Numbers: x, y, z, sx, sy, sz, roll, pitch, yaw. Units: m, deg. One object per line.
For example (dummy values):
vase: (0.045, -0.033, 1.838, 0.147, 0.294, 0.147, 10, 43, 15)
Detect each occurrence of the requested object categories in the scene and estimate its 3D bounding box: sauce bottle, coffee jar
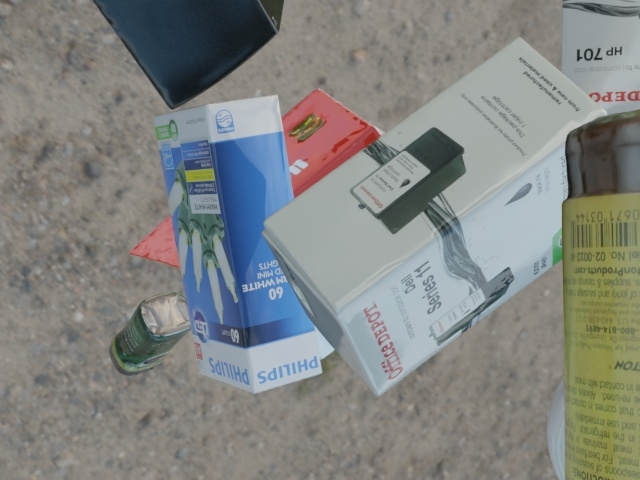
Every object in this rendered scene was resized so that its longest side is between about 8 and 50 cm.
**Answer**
sauce bottle: (0.160, 0.118, 0.438, 0.111, 0.111, 0.344, 2, 90, -44)
coffee jar: (-0.289, 0.161, 1.699, 0.096, 0.079, 0.184, -16, 161, -38)

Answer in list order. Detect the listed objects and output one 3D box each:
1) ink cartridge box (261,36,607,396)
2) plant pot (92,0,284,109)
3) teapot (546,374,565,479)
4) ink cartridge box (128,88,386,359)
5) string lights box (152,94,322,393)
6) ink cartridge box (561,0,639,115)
ink cartridge box: (0.082, -0.009, 0.665, 0.208, 0.087, 0.153, -36, 149, -6)
plant pot: (-0.145, -0.306, 1.228, 0.167, 0.188, 0.187, -17, 130, 19)
teapot: (0.373, 0.186, 1.091, 0.256, 0.252, 0.187, -60, 172, 32)
ink cartridge box: (0.000, 0.000, 1.264, 0.308, 0.091, 0.385, -39, 149, 16)
string lights box: (-0.079, 0.001, 0.947, 0.077, 0.133, 0.259, -13, 97, -29)
ink cartridge box: (0.275, -0.188, 0.824, 0.082, 0.140, 0.190, 0, 91, -62)
